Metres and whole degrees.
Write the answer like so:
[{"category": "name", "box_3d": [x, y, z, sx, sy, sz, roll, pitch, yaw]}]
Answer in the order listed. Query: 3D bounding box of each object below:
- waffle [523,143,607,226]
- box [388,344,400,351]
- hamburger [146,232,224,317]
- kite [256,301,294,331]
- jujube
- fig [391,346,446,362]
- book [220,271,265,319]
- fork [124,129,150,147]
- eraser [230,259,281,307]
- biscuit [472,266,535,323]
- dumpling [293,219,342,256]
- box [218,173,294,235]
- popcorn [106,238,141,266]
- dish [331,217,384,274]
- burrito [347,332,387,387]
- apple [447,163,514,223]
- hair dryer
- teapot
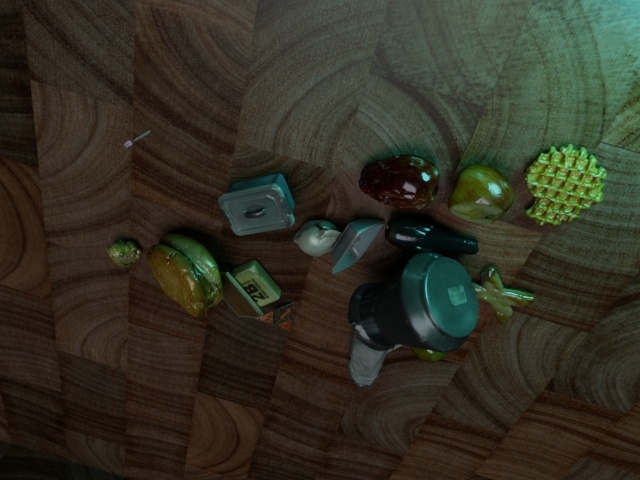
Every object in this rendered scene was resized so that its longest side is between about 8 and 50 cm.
[{"category": "waffle", "box_3d": [0.685, -0.156, 1.610, 0.249, 0.056, 0.253, -35, 115, 31]}, {"category": "box", "box_3d": [0.226, 0.362, 2.122, 0.090, 0.024, 0.167, -34, 113, 32]}, {"category": "hamburger", "box_3d": [-0.479, 0.118, 1.976, 0.314, 0.170, 0.290, 31, 139, 25]}, {"category": "kite", "box_3d": [-0.141, 0.279, 2.119, 0.125, 0.008, 0.222, -51, 141, 7]}, {"category": "jujube", "box_3d": [0.230, -0.175, 1.645, 0.236, 0.168, 0.168, 10, 130, 24]}, {"category": "fig", "box_3d": [0.378, 0.370, 2.039, 0.142, 0.148, 0.186, 33, 166, -30]}, {"category": "book", "box_3d": [-0.325, 0.205, 2.090, 0.170, 0.018, 0.241, -3, 131, 47]}, {"category": "fork", "box_3d": [-0.587, -0.327, 1.791, 0.115, 0.012, 0.016, -24, 122, 22]}, {"category": "eraser", "box_3d": [-0.238, 0.161, 2.052, 0.117, 0.058, 0.172, -23, 118, 26]}, {"category": "biscuit", "box_3d": [0.596, 0.184, 1.892, 0.208, 0.047, 0.164, 34, 127, -13]}, {"category": "dumpling", "box_3d": [0.001, -0.001, 1.863, 0.176, 0.092, 0.150, -37, 128, 23]}, {"category": "box", "box_3d": [-0.196, -0.116, 1.788, 0.227, 0.130, 0.162, -9, 125, 20]}, {"category": "popcorn", "box_3d": [-0.725, 0.047, 2.053, 0.089, 0.109, 0.097, 13, 96, 41]}, {"category": "dish", "box_3d": [0.098, 0.015, 1.831, 0.064, 0.154, 0.234, 46, 128, 19]}, {"category": "burrito", "box_3d": [0.174, 0.449, 2.132, 0.139, 0.101, 0.445, 17, 138, 9]}, {"category": "apple", "box_3d": [0.466, -0.131, 1.607, 0.173, 0.160, 0.195, 27, 171, 11]}, {"category": "hair dryer", "box_3d": [0.318, 0.064, 1.857, 0.304, 0.120, 0.359, 11, 140, -14]}, {"category": "teapot", "box_3d": [0.306, 0.207, 1.785, 0.362, 0.376, 0.305, -22, 79, 48]}]
